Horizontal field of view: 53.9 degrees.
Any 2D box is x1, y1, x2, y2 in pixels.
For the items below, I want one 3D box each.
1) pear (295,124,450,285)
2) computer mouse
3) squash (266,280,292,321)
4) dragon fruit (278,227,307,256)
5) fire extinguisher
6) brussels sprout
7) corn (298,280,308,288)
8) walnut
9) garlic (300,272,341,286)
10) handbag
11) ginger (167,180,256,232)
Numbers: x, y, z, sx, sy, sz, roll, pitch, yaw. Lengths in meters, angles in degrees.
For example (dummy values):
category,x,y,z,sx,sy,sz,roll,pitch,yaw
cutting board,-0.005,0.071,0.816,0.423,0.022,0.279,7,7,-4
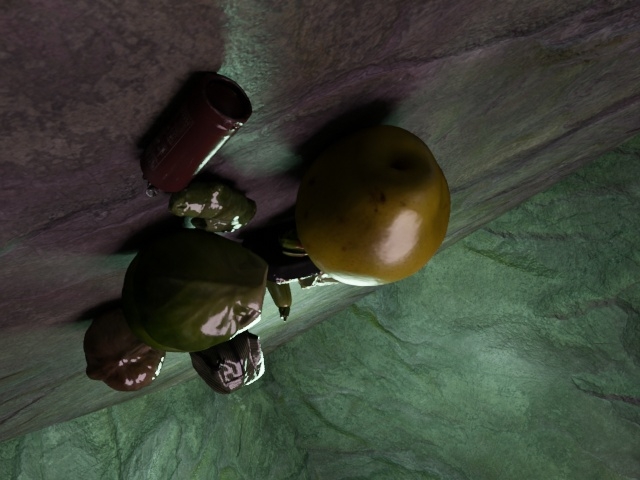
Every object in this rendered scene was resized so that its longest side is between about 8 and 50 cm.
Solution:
category,x,y,z,sx,sy,sz,roll,pitch,yaw
pear,0.120,-0.076,1.440,0.362,0.362,0.418,-21,160,-20
computer mouse,-0.089,0.040,1.819,0.323,0.183,0.116,-14,139,-40
squash,-0.145,0.160,2.086,0.094,0.224,0.094,-18,165,-5
dragon fruit,0.021,-0.047,1.739,0.269,0.200,0.198,5,173,-8
fire extinguisher,-0.222,-0.158,1.040,0.105,0.105,0.269,-11,159,-48
brussels sprout,-0.290,0.116,1.475,0.355,0.289,0.281,-1,170,10
corn,0.023,0.139,2.606,0.237,0.079,0.079,-24,166,-10
walnut,-0.563,0.313,1.815,0.248,0.248,0.248,-25,166,-6
garlic,0.078,0.072,2.345,0.325,0.132,0.279,-16,164,-27
handbag,-0.351,0.356,2.263,0.247,0.340,0.240,-22,149,-28
ginger,-0.229,-0.068,1.368,0.137,0.089,0.290,-9,172,6
